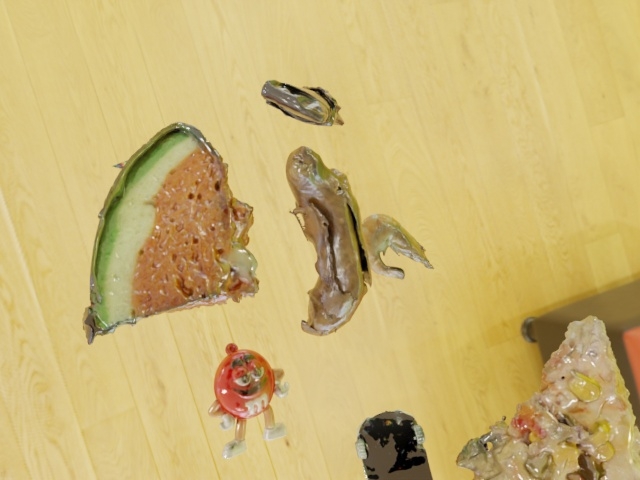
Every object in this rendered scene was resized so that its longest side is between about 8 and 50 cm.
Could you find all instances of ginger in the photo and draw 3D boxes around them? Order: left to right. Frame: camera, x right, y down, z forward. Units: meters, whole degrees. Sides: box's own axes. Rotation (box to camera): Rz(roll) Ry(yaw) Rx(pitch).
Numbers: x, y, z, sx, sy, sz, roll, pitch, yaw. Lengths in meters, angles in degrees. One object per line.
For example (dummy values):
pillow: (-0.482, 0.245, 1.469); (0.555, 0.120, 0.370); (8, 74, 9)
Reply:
ginger: (0.013, 0.001, 0.933); (0.133, 0.107, 0.309); (-11, 99, -25)

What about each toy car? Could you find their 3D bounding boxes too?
toy car: (0.109, 0.334, 0.785); (0.095, 0.056, 0.205); (-14, 80, -5)

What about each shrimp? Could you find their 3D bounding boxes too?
shrimp: (0.196, 0.036, 1.504); (0.254, 0.059, 0.145); (43, 70, -22)

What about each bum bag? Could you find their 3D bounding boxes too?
bum bag: (-0.021, -0.252, 1.066); (0.123, 0.248, 0.060); (31, 112, 4)

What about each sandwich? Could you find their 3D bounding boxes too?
sandwich: (-0.186, -0.007, 0.757); (0.212, 0.109, 0.292); (3, 74, -15)

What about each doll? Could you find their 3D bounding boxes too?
doll: (-0.141, 0.310, 1.170); (0.183, 0.085, 0.217); (-9, 91, -38)

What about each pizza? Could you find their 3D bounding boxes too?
pizza: (0.204, 0.154, 0.449); (0.185, 0.052, 0.195); (9, 81, 7)

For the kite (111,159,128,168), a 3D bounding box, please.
kite: (-0.385, -0.157, 1.251); (0.090, 0.122, 0.004); (-44, 55, 17)
